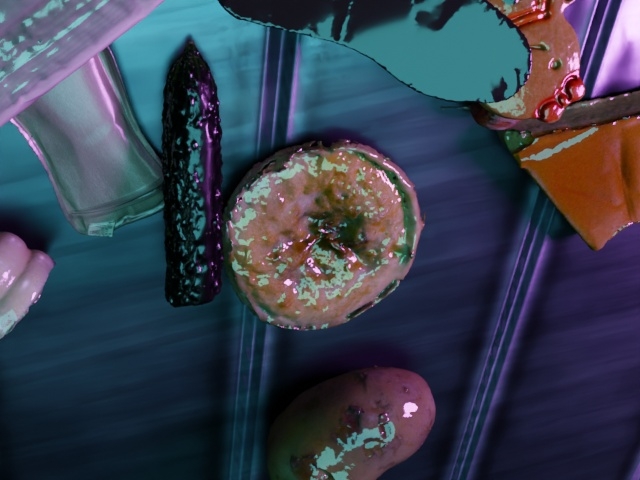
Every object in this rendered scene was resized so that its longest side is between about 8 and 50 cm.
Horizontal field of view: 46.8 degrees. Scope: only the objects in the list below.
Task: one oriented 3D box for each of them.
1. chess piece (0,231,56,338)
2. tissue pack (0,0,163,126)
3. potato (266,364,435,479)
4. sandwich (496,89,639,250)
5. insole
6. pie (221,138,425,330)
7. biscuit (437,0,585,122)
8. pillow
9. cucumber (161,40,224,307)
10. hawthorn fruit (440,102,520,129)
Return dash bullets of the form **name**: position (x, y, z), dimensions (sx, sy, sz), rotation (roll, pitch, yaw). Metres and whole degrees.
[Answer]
- **chess piece**: position (-0.422, 0.002, 0.778), dimensions (0.133, 0.133, 0.243), rotation (-42, 116, 13)
- **tissue pack**: position (-0.276, -0.218, 0.579), dimensions (0.356, 0.266, 0.194), rotation (-35, 124, 7)
- **potato**: position (0.038, 0.270, 1.048), dimensions (0.262, 0.165, 0.165), rotation (-37, 124, 2)
- **sandwich**: position (0.349, -0.076, 0.959), dimensions (0.245, 0.063, 0.212), rotation (-12, 125, -6)
- **insole**: position (0.060, -0.229, 0.766), dimensions (0.348, 0.009, 0.119), rotation (15, 104, -8)
- **pie**: position (0.000, 0.000, 0.919), dimensions (0.274, 0.055, 0.274), rotation (-7, 124, -11)
- **biscuit**: position (0.209, -0.230, 0.798), dimensions (0.166, 0.036, 0.226), rotation (-18, 105, -4)
- **pillow**: position (-0.249, -0.107, 0.793), dimensions (0.130, 0.038, 0.233), rotation (-23, 126, -3)
- **cucumber**: position (-0.143, -0.066, 0.818), dimensions (0.072, 0.072, 0.300), rotation (-3, 116, -13)
- **hawthorn fruit**: position (0.194, -0.159, 0.863), dimensions (0.103, 0.067, 0.067), rotation (-11, 124, -7)
